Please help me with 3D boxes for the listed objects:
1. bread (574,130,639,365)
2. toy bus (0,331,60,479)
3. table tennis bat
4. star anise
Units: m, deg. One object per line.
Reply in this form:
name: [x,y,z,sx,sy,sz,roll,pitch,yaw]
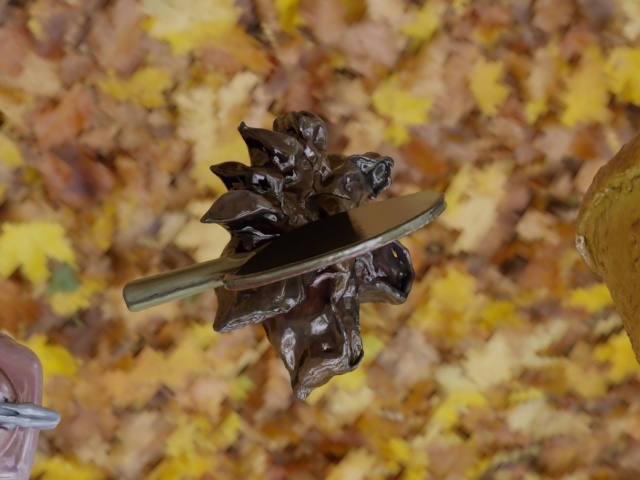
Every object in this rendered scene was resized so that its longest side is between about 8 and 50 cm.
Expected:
bread: [0.408,0.000,1.619,0.336,0.204,0.358,15,140,-36]
toy bus: [-0.366,0.139,1.619,0.294,0.232,0.197,13,76,-24]
table tennis bat: [-0.029,0.009,1.330,0.138,0.246,0.022,-38,109,-63]
star anise: [-0.001,0.006,1.475,0.214,0.099,0.220,22,58,-43]
